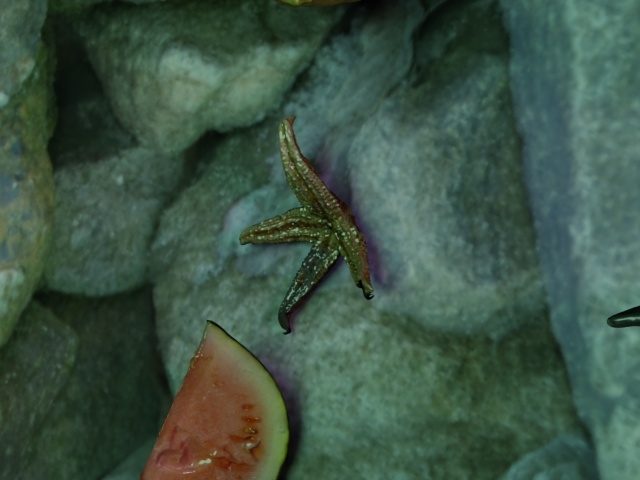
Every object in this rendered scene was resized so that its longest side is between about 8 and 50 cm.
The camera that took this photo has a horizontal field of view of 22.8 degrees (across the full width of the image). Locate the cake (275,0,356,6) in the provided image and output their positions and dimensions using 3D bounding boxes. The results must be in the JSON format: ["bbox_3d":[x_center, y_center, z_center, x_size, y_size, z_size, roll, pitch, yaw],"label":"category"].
[{"bbox_3d":[0.031,-0.294,0.914,0.286,0.222,0.227,-32,63,26],"label":"cake"}]

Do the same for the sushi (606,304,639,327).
[{"bbox_3d":[0.276,0.112,0.632,0.281,0.299,0.294,-6,78,4],"label":"sushi"}]

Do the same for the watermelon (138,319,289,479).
[{"bbox_3d":[-0.075,0.130,1.000,0.163,0.087,0.069,-64,24,5],"label":"watermelon"}]

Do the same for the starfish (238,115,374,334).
[{"bbox_3d":[0.004,0.001,0.987,0.130,0.041,0.133,39,130,38],"label":"starfish"}]
